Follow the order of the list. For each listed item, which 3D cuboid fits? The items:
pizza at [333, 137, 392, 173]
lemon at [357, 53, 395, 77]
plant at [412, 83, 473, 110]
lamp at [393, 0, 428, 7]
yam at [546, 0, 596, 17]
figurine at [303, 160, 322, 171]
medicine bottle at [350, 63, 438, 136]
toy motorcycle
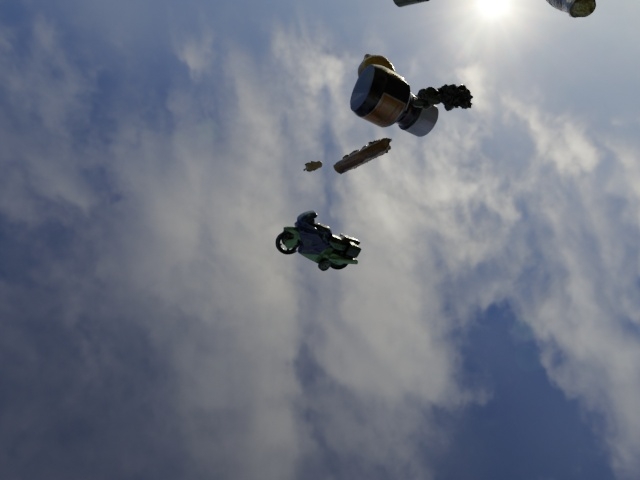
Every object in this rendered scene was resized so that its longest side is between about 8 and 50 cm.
[{"bbox_3d":[0.217,-0.372,1.884,0.288,0.251,0.074,-30,-82,-35],"label":"pizza"},{"bbox_3d":[0.295,-0.848,2.348,0.188,0.188,0.256,-35,-86,-41],"label":"lemon"},{"bbox_3d":[0.357,-0.418,1.326,0.174,0.087,0.085,7,-103,25],"label":"plant"},{"bbox_3d":[0.231,-0.758,1.344,0.215,0.121,0.121,25,-141,36],"label":"lamp"},{"bbox_3d":[0.804,-0.800,1.492,0.081,0.081,0.356,19,-142,-7],"label":"yam"},{"bbox_3d":[-0.035,-0.331,2.037,0.083,0.050,0.047,-13,-88,-13],"label":"figurine"},{"bbox_3d":[0.343,-0.605,2.040,0.395,0.242,0.242,19,-135,-25],"label":"medicine bottle"},{"bbox_3d":[0.000,0.000,1.724,0.331,0.196,0.125,19,-164,-24],"label":"toy motorcycle"}]
